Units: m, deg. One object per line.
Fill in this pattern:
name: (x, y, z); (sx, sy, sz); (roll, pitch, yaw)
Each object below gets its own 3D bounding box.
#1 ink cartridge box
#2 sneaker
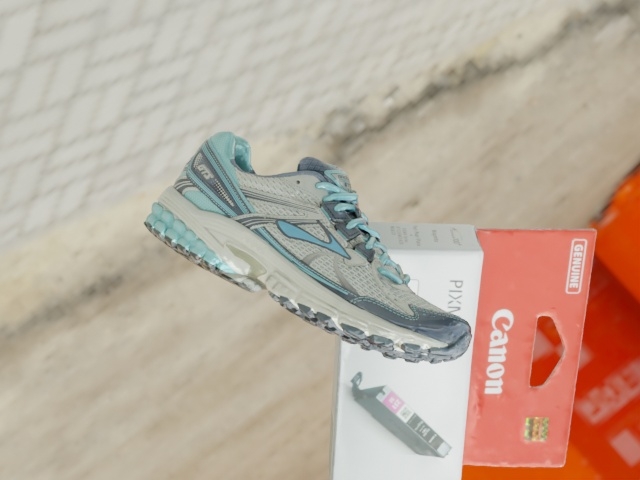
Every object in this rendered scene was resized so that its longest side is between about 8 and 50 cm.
ink cartridge box: (0.133, 0.118, 1.518); (0.060, 0.239, 0.275); (-94, -174, -63)
sneaker: (0.000, 0.000, 1.253); (0.122, 0.283, 0.110); (-62, 162, -4)
